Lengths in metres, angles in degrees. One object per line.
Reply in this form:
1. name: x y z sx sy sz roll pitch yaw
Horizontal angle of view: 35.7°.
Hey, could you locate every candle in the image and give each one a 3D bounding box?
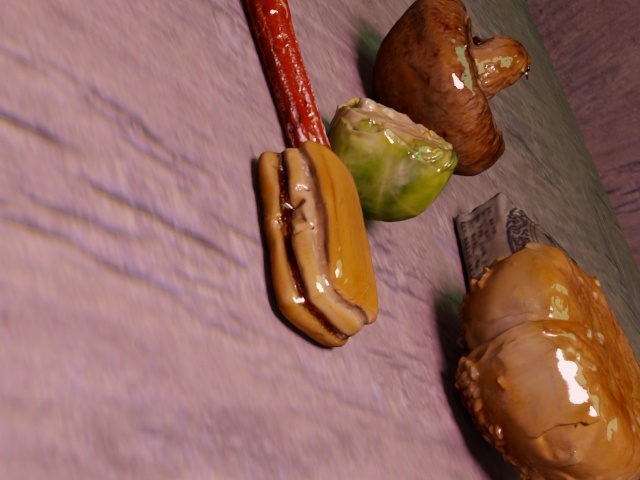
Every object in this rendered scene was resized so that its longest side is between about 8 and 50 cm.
1. candle: -0.044 -0.214 1.105 0.051 0.048 0.329 46 25 -69

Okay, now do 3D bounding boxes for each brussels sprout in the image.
1. brussels sprout: 0.068 -0.085 1.133 0.152 0.122 0.149 30 15 -1

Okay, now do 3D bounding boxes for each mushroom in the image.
1. mushroom: 0.188 -0.220 1.431 0.283 0.195 0.263 -21 94 -51

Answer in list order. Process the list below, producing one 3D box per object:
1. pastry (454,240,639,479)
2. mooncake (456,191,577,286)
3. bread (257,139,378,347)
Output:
1. pastry: 0.272 0.169 1.217 0.284 0.184 0.315 26 44 -47
2. mooncake: 0.320 0.077 1.489 0.250 0.136 0.254 42 30 -36
3. bread: 0.000 0.000 0.954 0.116 0.077 0.200 48 27 -52
